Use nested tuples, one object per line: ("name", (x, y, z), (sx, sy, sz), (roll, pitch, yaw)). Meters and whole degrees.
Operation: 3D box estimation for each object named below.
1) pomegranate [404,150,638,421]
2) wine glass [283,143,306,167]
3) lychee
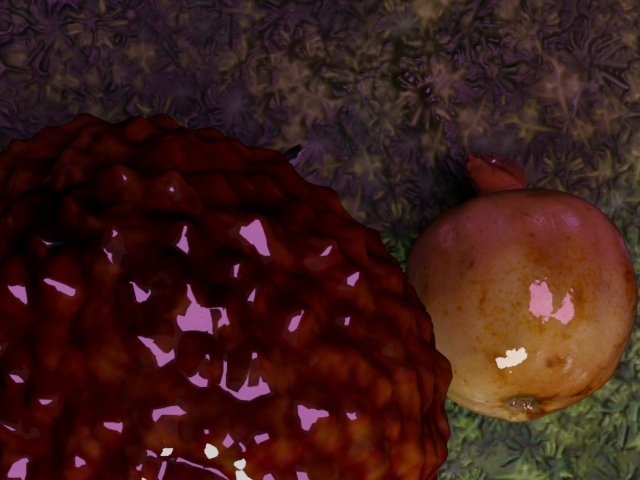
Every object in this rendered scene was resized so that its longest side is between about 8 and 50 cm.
("pomegranate", (0.169, 0.051, 1.534), (0.207, 0.207, 0.207), (0, 92, -17))
("wine glass", (0.000, 0.000, 1.547), (0.072, 0.072, 0.155), (-36, 101, -13))
("lychee", (-0.104, 0.145, 1.345), (0.424, 0.424, 0.500), (-34, 96, -13))
